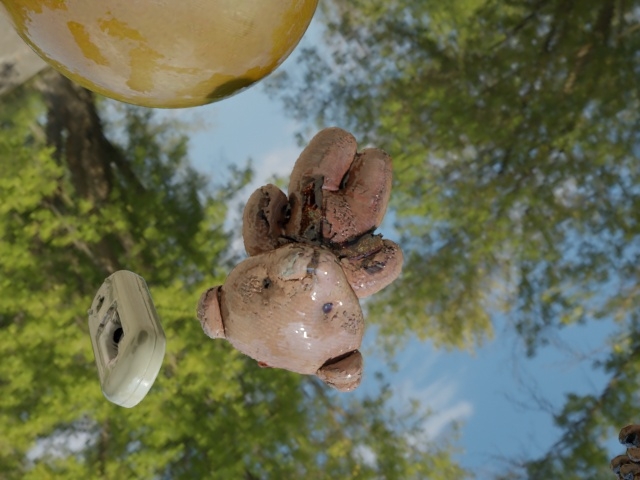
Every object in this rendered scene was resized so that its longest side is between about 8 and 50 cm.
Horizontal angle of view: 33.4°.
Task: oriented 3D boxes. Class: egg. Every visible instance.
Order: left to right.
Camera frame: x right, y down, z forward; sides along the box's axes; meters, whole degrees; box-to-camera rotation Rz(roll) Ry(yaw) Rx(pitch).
[{"bbox_3d":[-0.145,-0.260,0.917,0.282,0.282,0.351,-29,163,18],"label":"egg"}]

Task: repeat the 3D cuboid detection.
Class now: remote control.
[{"bbox_3d":[-0.191,0.089,1.026,0.078,0.042,0.221,-60,-156,8],"label":"remote control"}]

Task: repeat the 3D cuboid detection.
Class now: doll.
[{"bbox_3d":[0.000,0.000,1.183,0.156,0.201,0.303,117,-6,-71],"label":"doll"}]

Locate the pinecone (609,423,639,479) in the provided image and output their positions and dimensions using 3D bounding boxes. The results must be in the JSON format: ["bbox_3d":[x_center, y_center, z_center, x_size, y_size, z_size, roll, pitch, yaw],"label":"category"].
[{"bbox_3d":[0.191,0.116,0.513,0.102,0.102,0.109,-24,-173,31],"label":"pinecone"}]
